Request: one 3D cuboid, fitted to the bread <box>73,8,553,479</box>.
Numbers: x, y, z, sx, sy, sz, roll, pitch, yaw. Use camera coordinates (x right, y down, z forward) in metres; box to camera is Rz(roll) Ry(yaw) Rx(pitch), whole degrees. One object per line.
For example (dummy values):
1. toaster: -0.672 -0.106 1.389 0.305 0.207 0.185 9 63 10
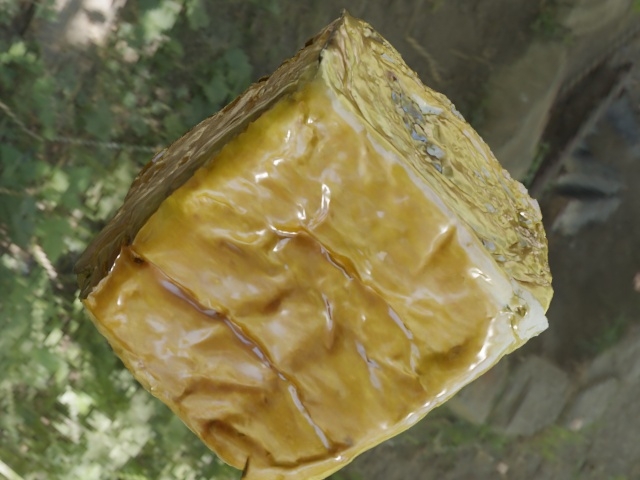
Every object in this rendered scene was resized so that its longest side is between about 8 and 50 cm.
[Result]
1. bread: 0.000 0.000 0.530 0.143 0.149 0.158 -38 -174 23
